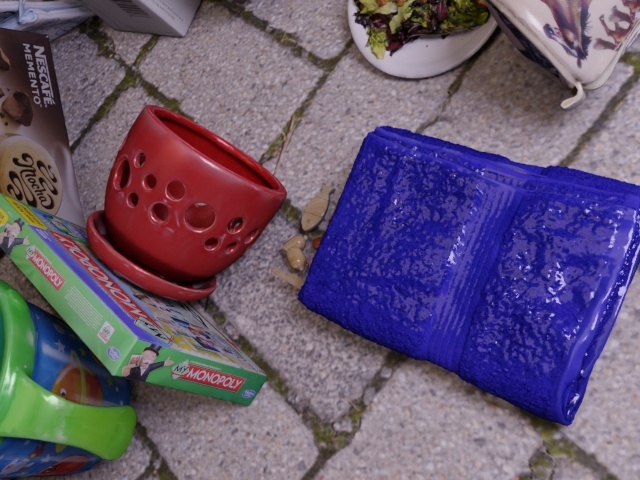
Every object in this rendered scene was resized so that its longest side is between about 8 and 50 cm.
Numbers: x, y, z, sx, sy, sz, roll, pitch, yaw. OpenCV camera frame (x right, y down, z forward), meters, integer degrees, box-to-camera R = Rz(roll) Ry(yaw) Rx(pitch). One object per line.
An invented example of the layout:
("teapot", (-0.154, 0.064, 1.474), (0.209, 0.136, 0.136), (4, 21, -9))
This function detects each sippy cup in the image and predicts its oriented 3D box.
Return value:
("sippy cup", (-0.355, 0.179, 0.891), (0.240, 0.224, 0.305), (-43, 54, 8))

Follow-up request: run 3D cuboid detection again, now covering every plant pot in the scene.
("plant pot", (-0.160, -0.037, 0.883), (0.191, 0.191, 0.174), (42, 106, 36))

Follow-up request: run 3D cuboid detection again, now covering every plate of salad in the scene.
("plate of salad", (0.116, -0.286, 0.867), (0.200, 0.048, 0.199), (-3, 84, 29))

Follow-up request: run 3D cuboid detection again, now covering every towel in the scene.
("towel", (0.136, 0.013, 0.732), (0.308, 0.076, 0.227), (20, 82, 34))

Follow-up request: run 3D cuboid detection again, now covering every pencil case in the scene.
("pencil case", (0.327, -0.312, 0.692), (0.410, 0.160, 0.183), (-44, 66, 10))

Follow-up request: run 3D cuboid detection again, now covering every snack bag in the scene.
("snack bag", (-0.554, -0.296, 1.171), (0.323, 0.342, 0.037), (-18, 100, 24))

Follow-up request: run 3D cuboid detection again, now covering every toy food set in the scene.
("toy food set", (0.000, 0.000, 0.867), (0.078, 0.019, 0.122), (29, 81, 36))

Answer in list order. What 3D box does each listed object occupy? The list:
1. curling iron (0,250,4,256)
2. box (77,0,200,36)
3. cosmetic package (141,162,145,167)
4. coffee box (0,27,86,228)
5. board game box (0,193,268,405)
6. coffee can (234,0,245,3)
("curling iron", (-0.603, 0.014, 1.232), (0.274, 0.035, 0.068), (-8, 67, 29))
("box", (-0.291, -0.401, 1.107), (0.182, 0.181, 0.119), (17, 80, 36))
("cosmetic package", (-0.222, -0.099, 1.031), (0.115, 0.041, 0.060), (-14, 65, 28))
("coffee box", (-0.449, -0.135, 1.044), (0.119, 0.168, 0.297), (-9, 92, 29))
("board game box", (-0.226, 0.066, 0.862), (0.317, 0.213, 0.046), (35, 92, 36))
("coffee can", (-0.065, -0.476, 0.982), (0.275, 0.201, 0.201), (-36, 56, 15))
